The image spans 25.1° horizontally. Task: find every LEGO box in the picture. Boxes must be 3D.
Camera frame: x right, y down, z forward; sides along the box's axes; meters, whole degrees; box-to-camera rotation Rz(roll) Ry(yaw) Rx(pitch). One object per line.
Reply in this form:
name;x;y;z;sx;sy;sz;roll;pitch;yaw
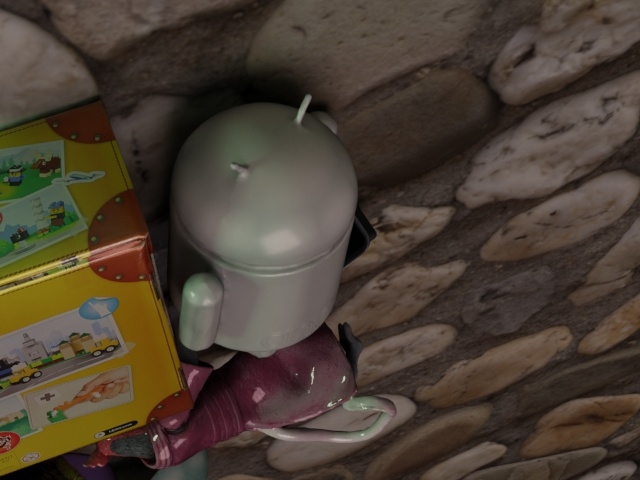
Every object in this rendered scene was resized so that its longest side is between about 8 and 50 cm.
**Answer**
LEGO box;-0.416;0.103;1.540;0.500;0.193;0.372;-19;147;-9

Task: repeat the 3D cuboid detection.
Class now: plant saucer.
plant saucer;-0.220;0.388;2.143;0.195;0.037;0.195;-47;160;-23

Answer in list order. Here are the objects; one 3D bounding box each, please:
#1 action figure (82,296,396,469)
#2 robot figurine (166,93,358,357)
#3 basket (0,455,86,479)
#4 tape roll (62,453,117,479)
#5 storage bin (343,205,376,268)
action figure;-0.134;0.224;1.855;0.370;0.275;0.248;-25;157;-26
robot figurine;-0.067;-0.013;1.585;0.353;0.200;0.300;100;16;-55
basket;-0.455;0.318;1.800;0.299;0.213;0.223;2;146;-43
tape roll;-0.421;0.422;2.102;0.275;0.090;0.274;-17;146;-11
storage bin;0.000;0.000;1.774;0.135;0.098;0.091;-36;174;17
